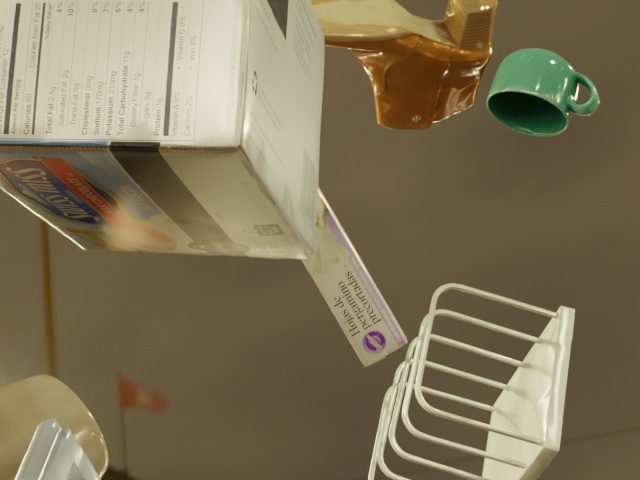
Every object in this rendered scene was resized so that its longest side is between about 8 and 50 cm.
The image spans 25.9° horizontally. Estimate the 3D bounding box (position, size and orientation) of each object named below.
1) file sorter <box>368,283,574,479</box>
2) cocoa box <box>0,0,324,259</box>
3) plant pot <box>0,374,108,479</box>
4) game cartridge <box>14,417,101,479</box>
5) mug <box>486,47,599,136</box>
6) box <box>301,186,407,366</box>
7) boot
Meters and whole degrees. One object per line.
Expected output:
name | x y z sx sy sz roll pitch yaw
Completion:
file sorter | 0.177 0.208 1.701 0.173 0.192 0.277 16 -35 -2
cocoa box | -0.136 -0.133 1.163 0.228 0.231 0.347 1 -13 9
plant pot | -0.490 0.357 2.126 0.280 0.323 0.323 -33 -9 -34
game cartridge | -0.302 0.396 1.754 0.062 0.198 0.297 -16 -63 19
mug | 0.344 -0.230 2.136 0.158 0.097 0.129 20 -21 2
box | 0.000 0.000 1.703 0.063 0.324 0.067 -30 1 4
boot | 0.083 -0.223 1.792 0.295 0.104 0.211 -7 -38 -15
